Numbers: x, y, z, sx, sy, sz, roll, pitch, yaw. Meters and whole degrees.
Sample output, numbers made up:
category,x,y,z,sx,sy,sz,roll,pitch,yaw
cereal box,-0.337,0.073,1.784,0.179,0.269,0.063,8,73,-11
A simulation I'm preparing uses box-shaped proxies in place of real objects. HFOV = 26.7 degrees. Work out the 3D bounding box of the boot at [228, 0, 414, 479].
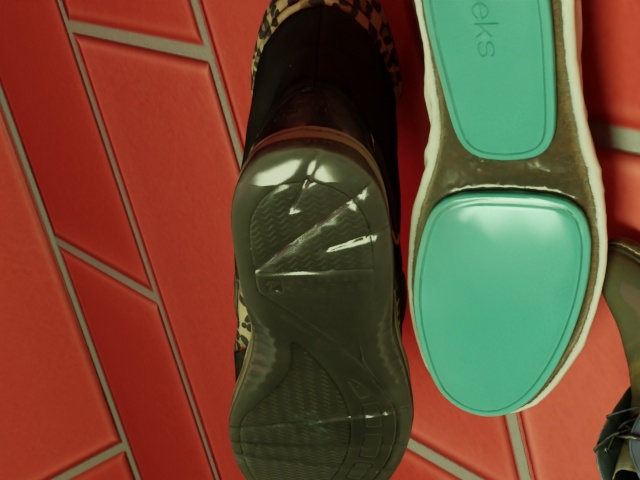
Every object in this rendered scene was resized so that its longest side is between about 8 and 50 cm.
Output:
category,x,y,z,sx,sy,sz,roll,pitch,yaw
boot,0.000,0.000,1.045,0.284,0.138,0.377,-87,-6,-48

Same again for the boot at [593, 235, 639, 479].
category,x,y,z,sx,sy,sz,roll,pitch,yaw
boot,0.223,0.108,0.896,0.219,0.106,0.082,60,155,9

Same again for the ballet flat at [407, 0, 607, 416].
category,x,y,z,sx,sy,sz,roll,pitch,yaw
ballet flat,0.130,-0.064,0.906,0.139,0.139,0.400,36,142,46
